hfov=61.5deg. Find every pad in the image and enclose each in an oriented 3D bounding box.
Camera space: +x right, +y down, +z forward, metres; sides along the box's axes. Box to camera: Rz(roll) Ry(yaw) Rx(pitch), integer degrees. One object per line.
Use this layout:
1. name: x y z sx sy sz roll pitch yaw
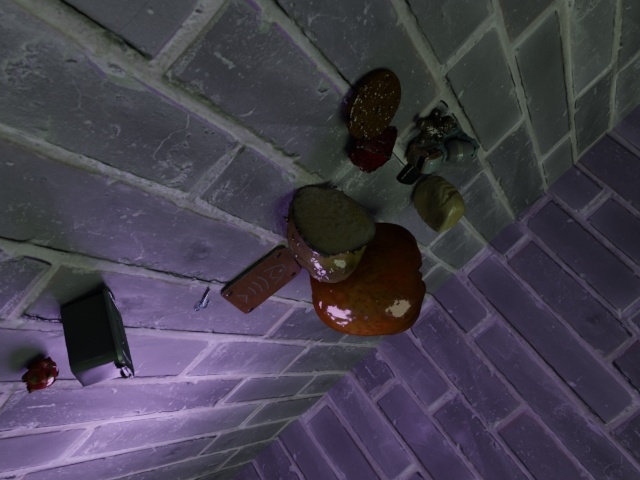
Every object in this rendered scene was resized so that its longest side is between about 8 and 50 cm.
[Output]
1. pad: -0.211 0.151 1.992 0.284 0.018 0.286 -38 155 -4

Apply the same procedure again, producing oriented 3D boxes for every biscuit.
1. biscuit: 0.154 -0.391 1.555 0.212 0.036 0.212 -29 139 -29

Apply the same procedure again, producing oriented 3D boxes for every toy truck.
1. toy truck: 0.447 -0.327 1.948 0.256 0.140 0.108 -27 152 -24

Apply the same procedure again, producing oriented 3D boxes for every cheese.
1. cheese: 0.470 -0.147 2.177 0.117 0.214 0.226 -26 157 -28

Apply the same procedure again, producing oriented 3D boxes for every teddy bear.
1. teddy bear: 0.384 -0.388 1.853 0.160 0.078 0.120 -18 113 -25

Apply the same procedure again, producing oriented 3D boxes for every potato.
1. potato: 0.000 0.000 1.774 0.300 0.289 0.237 -9 156 -30

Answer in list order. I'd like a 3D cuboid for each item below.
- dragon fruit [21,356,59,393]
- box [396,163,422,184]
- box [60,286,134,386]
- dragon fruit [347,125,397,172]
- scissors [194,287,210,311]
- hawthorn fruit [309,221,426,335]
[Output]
1. dragon fruit: -0.800 0.386 1.530 0.116 0.081 0.086 -42 164 4
2. box: 0.357 -0.266 2.061 0.125 0.027 0.126 -49 154 23
3. box: -0.599 0.264 1.440 0.134 0.243 0.163 -17 149 -15
4. dragon fruit: 0.156 -0.297 1.706 0.161 0.120 0.127 139 -30 -64
5. scissors: -0.393 0.201 1.834 0.058 0.014 0.119 -19 150 -44
6. hawthorn fruit: 0.172 0.135 2.029 0.471 0.472 0.472 -30 152 -18
